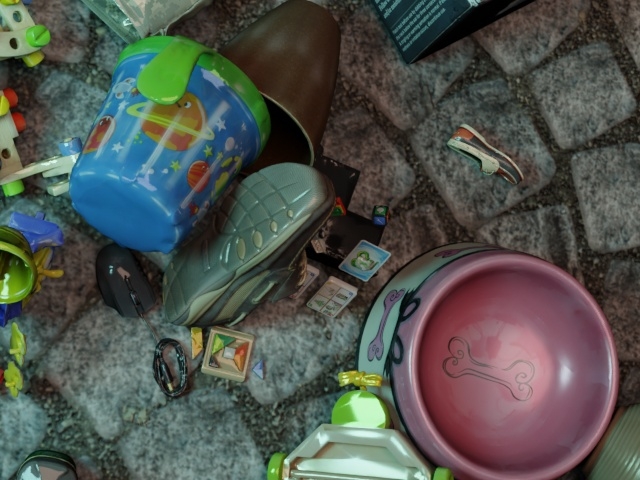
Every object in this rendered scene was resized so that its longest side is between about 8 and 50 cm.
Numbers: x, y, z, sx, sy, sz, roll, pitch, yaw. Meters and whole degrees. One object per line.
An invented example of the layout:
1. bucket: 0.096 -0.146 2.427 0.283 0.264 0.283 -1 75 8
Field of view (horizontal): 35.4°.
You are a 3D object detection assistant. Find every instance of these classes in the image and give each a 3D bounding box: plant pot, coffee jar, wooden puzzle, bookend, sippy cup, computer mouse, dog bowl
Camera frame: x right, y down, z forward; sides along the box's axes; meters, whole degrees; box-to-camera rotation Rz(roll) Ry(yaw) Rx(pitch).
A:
1. plant pot: -0.064 -0.242 1.490 0.215 0.215 0.230 31 61 -8
2. coffee jar: -0.362 0.328 1.317 0.079 0.184 0.096 15 78 -12
3. wooden puzzle: -0.138 0.168 1.490 0.116 0.014 0.079 9 80 -14
4. bookend: 0.031 -0.042 1.535 0.156 0.072 0.157 22 77 -10
5. sippy cup: -0.214 -0.113 1.340 0.305 0.240 0.224 60 45 -41
6. computer mouse: -0.256 0.115 1.453 0.071 0.041 0.242 -28 90 -18
7. plant pot: 0.475 0.331 1.534 0.109 0.237 0.237 30 74 16
8. dog bowl: 0.267 0.195 1.524 0.407 0.150 0.408 2 82 -14

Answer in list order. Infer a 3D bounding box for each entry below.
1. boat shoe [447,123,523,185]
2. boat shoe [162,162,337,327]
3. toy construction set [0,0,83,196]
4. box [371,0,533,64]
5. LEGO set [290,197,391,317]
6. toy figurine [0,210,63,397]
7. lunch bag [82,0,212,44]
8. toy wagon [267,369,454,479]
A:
1. boat shoe: 0.268 -0.131 1.625 0.137 0.049 0.043 39 77 -4
2. boat shoe: -0.084 0.013 1.385 0.130 0.355 0.132 17 52 -35
3. toy construction set: -0.432 -0.192 1.409 0.215 0.151 0.328 -33 99 -42
4. box: 0.256 -0.611 1.565 0.479 0.297 0.472 -29 91 -18
5. LEGO set: 0.000 0.000 1.450 0.182 0.244 0.060 26 47 -12
6. toy figurine: -0.425 0.020 1.310 0.191 0.363 0.217 22 50 -3
7. lunch bag: -0.262 -0.441 1.470 0.235 0.169 0.287 -42 89 -17
8. toy wagon: 0.056 0.359 1.425 0.267 0.068 0.345 1 79 20
